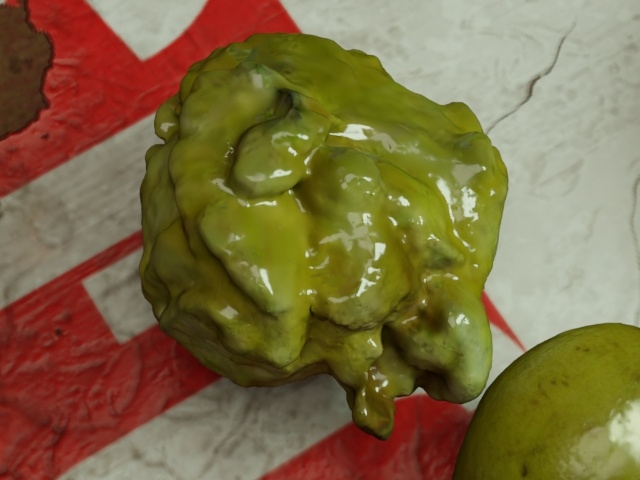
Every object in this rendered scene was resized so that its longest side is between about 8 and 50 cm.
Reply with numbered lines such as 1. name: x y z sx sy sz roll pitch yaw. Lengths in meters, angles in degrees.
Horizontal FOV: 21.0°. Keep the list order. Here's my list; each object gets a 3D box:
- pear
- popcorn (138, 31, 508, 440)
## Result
1. pear: 0.158 0.128 1.005 0.149 0.149 0.162 38 80 13
2. popcorn: 0.000 0.000 1.042 0.233 0.192 0.266 -13 62 -37
